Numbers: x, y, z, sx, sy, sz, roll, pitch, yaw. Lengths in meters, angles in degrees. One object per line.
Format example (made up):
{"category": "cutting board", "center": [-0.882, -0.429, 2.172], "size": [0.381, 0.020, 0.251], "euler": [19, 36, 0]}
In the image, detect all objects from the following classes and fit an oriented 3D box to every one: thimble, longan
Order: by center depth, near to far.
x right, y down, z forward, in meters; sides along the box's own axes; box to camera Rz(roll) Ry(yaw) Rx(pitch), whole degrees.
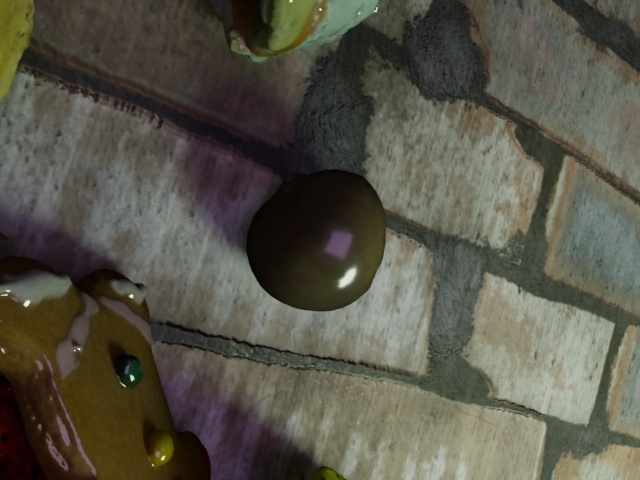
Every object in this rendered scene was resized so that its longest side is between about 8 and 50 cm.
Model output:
{"category": "thimble", "center": [-0.044, -0.348, 0.549], "size": [0.167, 0.254, 0.288], "euler": [-24, 130, -21]}
{"category": "longan", "center": [0.000, 0.000, 0.640], "size": [0.189, 0.189, 0.189], "euler": [-2, 94, -28]}

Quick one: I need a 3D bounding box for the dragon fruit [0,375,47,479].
{"category": "dragon fruit", "center": [-0.279, 0.232, 0.440], "size": [0.152, 0.317, 0.205], "euler": [-26, 81, 4]}

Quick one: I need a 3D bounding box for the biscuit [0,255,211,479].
{"category": "biscuit", "center": [-0.163, 0.220, 0.474], "size": [0.064, 0.283, 0.432], "euler": [-23, 81, 4]}

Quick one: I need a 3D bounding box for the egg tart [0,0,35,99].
{"category": "egg tart", "center": [-0.422, -0.199, 0.410], "size": [0.345, 0.132, 0.346], "euler": [4, 82, -28]}

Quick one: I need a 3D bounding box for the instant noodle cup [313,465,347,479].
{"category": "instant noodle cup", "center": [0.020, 0.468, 0.560], "size": [0.254, 0.325, 0.325], "euler": [-42, 111, -7]}

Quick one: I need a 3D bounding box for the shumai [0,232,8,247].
{"category": "shumai", "center": [-0.381, 0.058, 0.429], "size": [0.218, 0.189, 0.256], "euler": [-16, 105, -24]}
